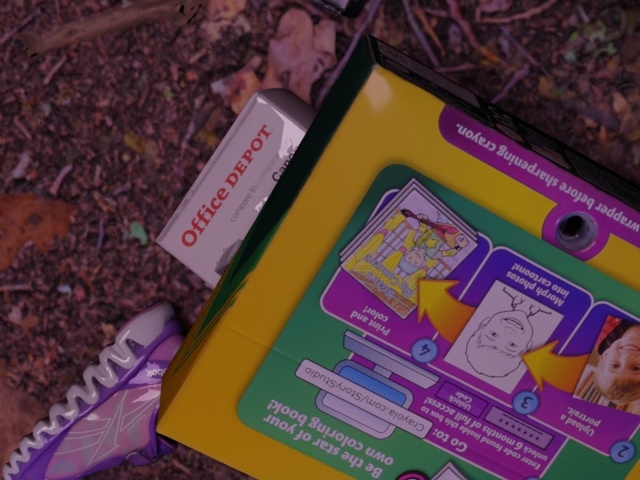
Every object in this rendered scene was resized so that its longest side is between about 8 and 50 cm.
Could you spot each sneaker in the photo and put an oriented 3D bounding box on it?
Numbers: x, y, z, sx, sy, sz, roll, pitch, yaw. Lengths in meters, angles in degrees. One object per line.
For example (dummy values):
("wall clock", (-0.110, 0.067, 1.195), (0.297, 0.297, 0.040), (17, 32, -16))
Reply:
("sneaker", (-0.182, 0.165, 1.255), (0.104, 0.095, 0.236), (43, 105, 0))

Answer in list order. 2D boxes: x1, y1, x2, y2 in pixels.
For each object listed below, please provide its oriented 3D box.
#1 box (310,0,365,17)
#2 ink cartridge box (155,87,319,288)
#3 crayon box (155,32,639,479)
("box", (-0.002, -0.323, 1.162), (0.183, 0.059, 0.233), (30, 103, 10))
("ink cartridge box", (0.000, 0.000, 1.179), (0.218, 0.092, 0.158), (38, 105, 11))
("crayon box", (0.111, 0.075, 1.070), (0.363, 0.106, 0.313), (28, 107, -13))
